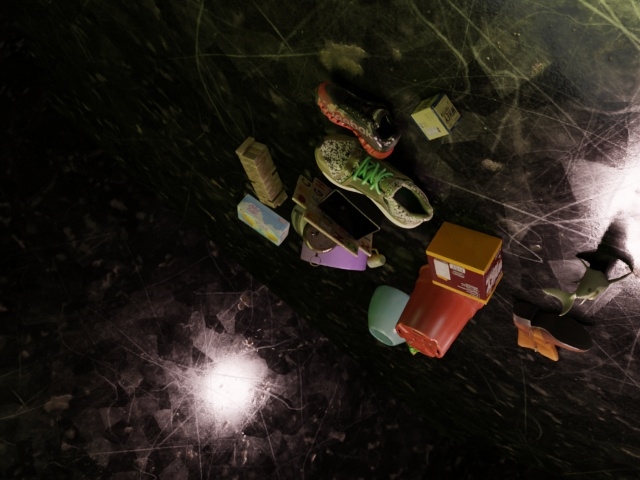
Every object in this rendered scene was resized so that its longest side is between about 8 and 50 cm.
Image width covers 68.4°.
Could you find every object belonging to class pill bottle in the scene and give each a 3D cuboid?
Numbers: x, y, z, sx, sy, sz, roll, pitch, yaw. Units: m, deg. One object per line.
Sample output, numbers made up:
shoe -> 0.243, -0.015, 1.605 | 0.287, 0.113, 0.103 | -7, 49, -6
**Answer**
pill bottle -> -0.023, -0.078, 1.832 | 0.161, 0.161, 0.283 | 44, 179, -16

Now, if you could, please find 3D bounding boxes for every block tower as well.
block tower -> -0.237, -0.270, 1.959 | 0.097, 0.091, 0.335 | 24, 155, 29

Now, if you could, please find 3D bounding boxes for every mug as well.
mug -> 0.233, 0.077, 1.971 | 0.078, 0.062, 0.064 | 40, 152, -30

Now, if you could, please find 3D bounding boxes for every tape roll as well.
tape roll -> 0.059, 0.054, 1.957 | 0.275, 0.090, 0.275 | 10, -177, -1

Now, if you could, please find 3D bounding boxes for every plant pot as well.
plant pot -> 0.432, 0.276, 1.777 | 0.272, 0.265, 0.272 | 32, 157, 15
plant pot -> 0.131, -0.137, 1.548 | 0.187, 0.167, 0.188 | 40, 159, -8
plant pot -> 0.337, 0.379, 2.229 | 0.290, 0.195, 0.290 | 32, 158, 15

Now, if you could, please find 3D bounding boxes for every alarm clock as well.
alarm clock -> 0.000, 0.000, 1.673 | 0.129, 0.192, 0.064 | 10, -170, -14

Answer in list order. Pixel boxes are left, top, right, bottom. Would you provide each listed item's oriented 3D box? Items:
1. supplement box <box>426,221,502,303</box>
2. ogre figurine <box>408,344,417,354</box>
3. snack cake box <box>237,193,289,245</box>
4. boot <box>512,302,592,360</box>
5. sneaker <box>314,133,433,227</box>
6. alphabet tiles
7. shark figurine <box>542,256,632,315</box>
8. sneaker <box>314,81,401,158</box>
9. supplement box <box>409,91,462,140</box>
supplement box -> 0.462, 0.071, 1.500 | 0.191, 0.129, 0.194 | 22, 154, 34
ogre figurine -> 0.491, 0.520, 2.426 | 0.197, 0.097, 0.118 | -17, 106, 46
snack cake box -> -0.289, -0.102, 2.382 | 0.264, 0.089, 0.152 | 35, 159, 6
boot -> 0.787, 0.352, 1.608 | 0.264, 0.096, 0.280 | 18, 152, 39
sneaker -> 0.173, -0.178, 1.356 | 0.410, 0.158, 0.182 | 31, 180, -12
alphabet tiles -> 0.051, -0.089, 1.652 | 0.342, 0.285, 0.011 | 36, 122, -15
shark figurine -> 0.708, 0.103, 1.272 | 0.116, 0.166, 0.278 | 58, -177, 18
sneaker -> 0.109, -0.341, 1.266 | 0.276, 0.097, 0.135 | 39, 159, -9
supplement box -> 0.278, -0.299, 1.139 | 0.083, 0.056, 0.083 | 46, 157, -20
